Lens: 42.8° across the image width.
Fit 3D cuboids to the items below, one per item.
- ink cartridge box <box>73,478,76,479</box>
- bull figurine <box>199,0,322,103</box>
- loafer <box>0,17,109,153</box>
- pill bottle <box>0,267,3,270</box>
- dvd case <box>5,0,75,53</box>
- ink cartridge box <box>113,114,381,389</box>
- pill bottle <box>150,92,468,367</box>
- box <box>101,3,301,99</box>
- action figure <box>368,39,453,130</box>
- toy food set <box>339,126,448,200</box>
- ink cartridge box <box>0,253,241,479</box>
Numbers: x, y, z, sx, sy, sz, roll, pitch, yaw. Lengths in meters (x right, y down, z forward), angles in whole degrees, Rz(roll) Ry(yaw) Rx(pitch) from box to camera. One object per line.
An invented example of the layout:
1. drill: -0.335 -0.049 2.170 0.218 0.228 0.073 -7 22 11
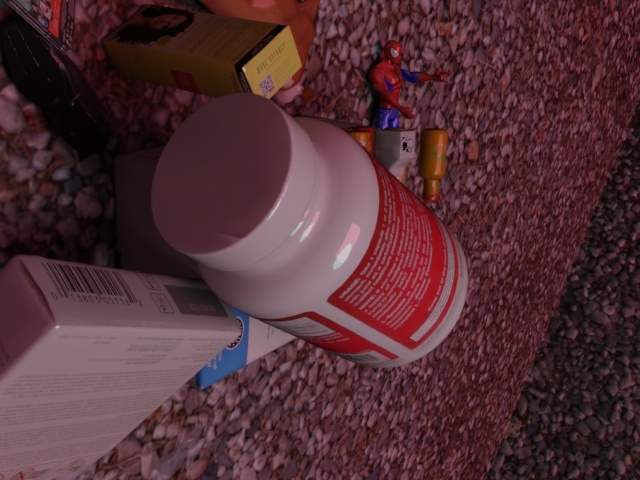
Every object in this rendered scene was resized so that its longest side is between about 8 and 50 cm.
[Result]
1. ink cartridge box: -0.360 0.342 1.078 0.048 0.028 0.083 24 86 -57
2. bull figurine: -0.069 -0.322 1.114 0.310 0.101 0.188 38 70 -58
3. loafer: -0.293 -0.177 0.909 0.061 0.062 0.170 -94 164 -49
4. pill bottle: -0.403 0.101 0.815 0.215 0.117 0.117 -16 118 -52
5. dvd case: -0.298 -0.262 0.845 0.119 0.013 0.087 46 32 -55
6. ink cartridge box: -0.087 -0.007 1.175 0.395 0.166 0.286 -22 122 -49
7. pill bottle: 0.000 0.000 0.951 0.407 0.229 0.229 34 77 -54
8. box: -0.140 -0.216 0.937 0.087 0.232 0.058 -51 142 -30
9. action figure: 0.151 -0.213 1.460 0.091 0.139 0.280 -30 126 -47
10. toy food set: 0.083 -0.102 1.130 0.232 0.111 0.105 -13 108 -54
11. ink cartridge box: -0.311 0.179 0.879 0.385 0.091 0.308 -41 159 16
